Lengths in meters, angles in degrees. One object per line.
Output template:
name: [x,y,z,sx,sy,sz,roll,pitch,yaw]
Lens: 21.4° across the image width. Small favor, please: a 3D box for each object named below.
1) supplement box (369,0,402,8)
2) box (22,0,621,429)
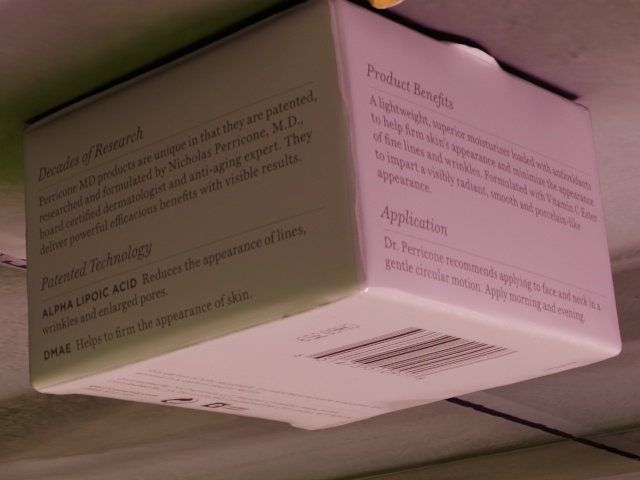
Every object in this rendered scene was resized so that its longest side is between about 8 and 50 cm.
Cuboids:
supplement box: [0.012,-0.137,0.336,0.078,0.080,0.233,-27,158,2]
box: [0.000,0.000,0.713,0.182,0.119,0.181,-18,158,37]
